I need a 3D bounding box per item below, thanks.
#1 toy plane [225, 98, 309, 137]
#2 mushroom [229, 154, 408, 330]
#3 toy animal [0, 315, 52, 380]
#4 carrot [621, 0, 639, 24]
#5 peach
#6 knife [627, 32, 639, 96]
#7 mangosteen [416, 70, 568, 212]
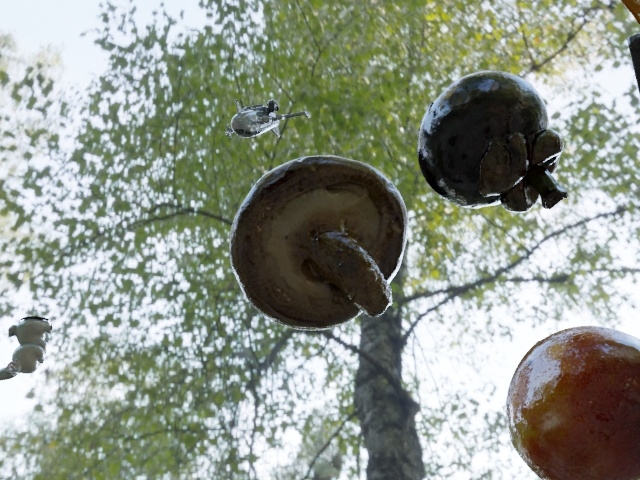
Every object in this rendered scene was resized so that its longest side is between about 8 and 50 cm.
[{"bbox_3d":[-0.109,-0.206,1.301,0.162,0.171,0.066,-10,-91,24],"label":"toy plane"},{"bbox_3d":[-0.006,0.004,1.438,0.345,0.345,0.239,13,-31,-16],"label":"mushroom"},{"bbox_3d":[-0.552,0.208,1.426,0.085,0.124,0.071,21,-37,-33],"label":"toy animal"},{"bbox_3d":[0.234,-0.103,0.330,0.159,0.159,0.225,-34,-93,14],"label":"carrot"},{"bbox_3d":[0.588,0.354,1.616,0.388,0.388,0.388,-4,-56,-6],"label":"peach"},{"bbox_3d":[0.387,-0.121,0.867,0.019,0.072,0.245,-13,-92,23],"label":"knife"},{"bbox_3d":[0.268,-0.133,1.126,0.211,0.250,0.211,-34,-33,-26],"label":"mangosteen"}]
